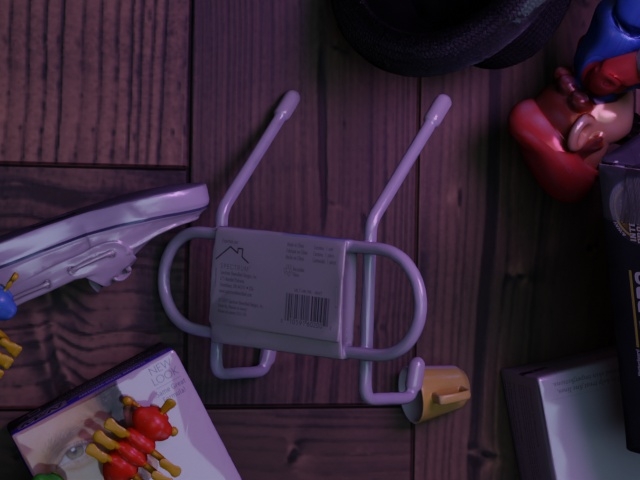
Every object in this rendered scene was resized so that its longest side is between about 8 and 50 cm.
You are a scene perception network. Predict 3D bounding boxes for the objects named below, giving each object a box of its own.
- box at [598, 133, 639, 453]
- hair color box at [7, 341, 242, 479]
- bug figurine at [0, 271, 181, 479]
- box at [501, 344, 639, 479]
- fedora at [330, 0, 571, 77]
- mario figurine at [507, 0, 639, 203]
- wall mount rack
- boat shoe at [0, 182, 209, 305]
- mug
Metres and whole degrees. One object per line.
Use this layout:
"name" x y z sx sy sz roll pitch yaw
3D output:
"box" 0.438 0.003 1.753 0.395 0.097 0.318 -31 122 -41
"hair color box" -0.159 0.295 1.742 0.185 0.110 0.339 -28 95 -11
"bug figurine" -0.279 0.175 1.625 0.279 0.072 0.216 40 89 -12
"box" 0.309 0.211 1.846 0.181 0.119 0.182 -11 93 -14
"fedora" 0.165 -0.297 1.770 0.152 0.334 0.334 35 81 -48
"mario figurine" 0.324 -0.177 1.768 0.170 0.198 0.320 35 116 22
"wall mount rack" 0.000 0.000 1.711 0.130 0.350 0.304 0 94 -50
"boat shoe" -0.230 0.010 1.736 0.258 0.095 0.084 -18 99 -2
"mug" 0.127 0.165 1.828 0.064 0.078 0.062 -7 128 -22
